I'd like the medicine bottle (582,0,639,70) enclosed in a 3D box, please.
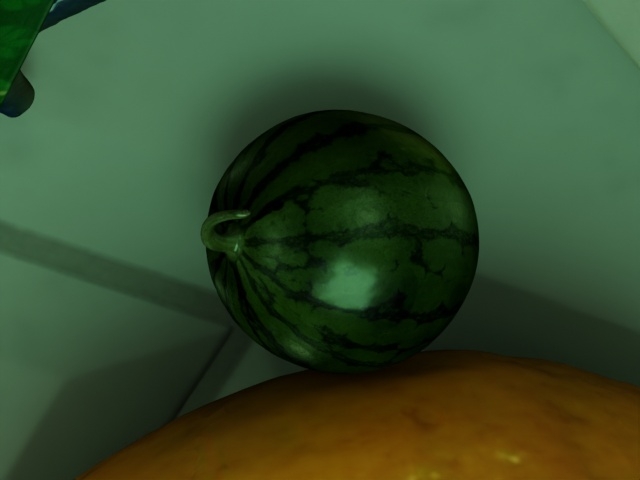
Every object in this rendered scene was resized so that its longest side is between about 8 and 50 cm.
[{"bbox_3d":[0.170,-0.121,0.652,0.171,0.052,0.201,-35,124,17],"label":"medicine bottle"}]

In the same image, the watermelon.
[{"bbox_3d":[0.003,0.001,0.688,0.109,0.109,0.109,-5,129,-6],"label":"watermelon"}]

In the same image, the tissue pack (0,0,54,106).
[{"bbox_3d":[-0.140,-0.107,0.560,0.156,0.148,0.209,-15,145,-53],"label":"tissue pack"}]

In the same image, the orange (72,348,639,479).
[{"bbox_3d":[0.039,0.251,0.752,0.424,0.326,0.424,-5,131,-6],"label":"orange"}]

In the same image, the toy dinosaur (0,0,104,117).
[{"bbox_3d":[-0.048,-0.141,0.589,0.188,0.075,0.247,-6,136,0],"label":"toy dinosaur"}]
